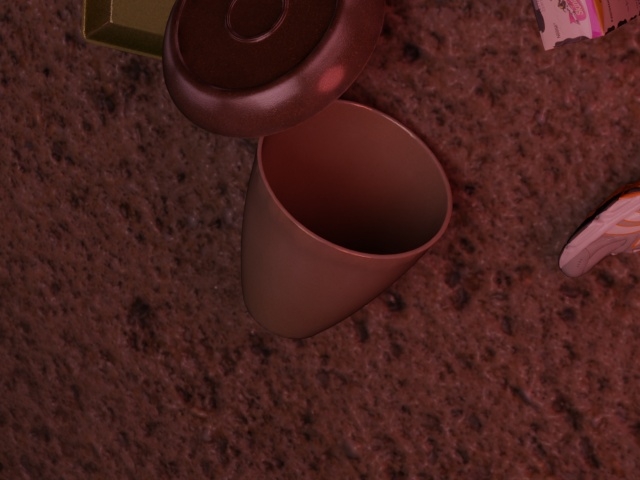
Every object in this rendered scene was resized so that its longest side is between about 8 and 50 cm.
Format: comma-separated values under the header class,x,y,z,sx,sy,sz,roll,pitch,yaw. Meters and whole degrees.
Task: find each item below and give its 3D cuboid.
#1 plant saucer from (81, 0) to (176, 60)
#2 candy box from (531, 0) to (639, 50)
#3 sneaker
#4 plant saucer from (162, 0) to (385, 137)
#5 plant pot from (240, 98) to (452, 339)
class,x,y,z,sx,sy,sz,roll,pitch,yaw
plant saucer,-0.235,-0.349,1.941,0.188,0.045,0.188,16,113,23
candy box,0.293,-0.310,1.556,0.071,0.233,0.159,-11,102,31
sneaker,0.398,-0.018,1.684,0.121,0.099,0.262,48,123,1
plant saucer,-0.071,-0.275,1.765,0.311,0.050,0.310,-10,63,22
plant pot,0.000,0.000,1.840,0.256,0.256,0.274,41,138,11
